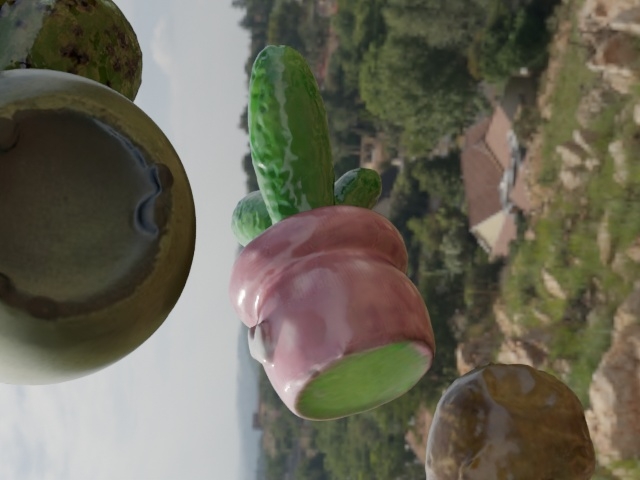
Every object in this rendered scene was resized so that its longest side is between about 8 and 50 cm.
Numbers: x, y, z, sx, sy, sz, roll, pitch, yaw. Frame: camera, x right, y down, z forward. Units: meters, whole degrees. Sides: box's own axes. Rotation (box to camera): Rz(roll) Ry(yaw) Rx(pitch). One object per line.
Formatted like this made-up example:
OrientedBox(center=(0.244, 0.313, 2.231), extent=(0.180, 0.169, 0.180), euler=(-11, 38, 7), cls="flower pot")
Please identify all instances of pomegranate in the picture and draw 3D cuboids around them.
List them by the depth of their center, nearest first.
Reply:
OrientedBox(center=(-0.302, -0.181, 1.093), extent=(0.286, 0.231, 0.231), euler=(39, -136, -52), cls="pomegranate")

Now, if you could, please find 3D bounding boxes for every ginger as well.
OrientedBox(center=(0.237, 0.286, 1.256), extent=(0.223, 0.269, 0.200), euler=(58, 171, 28), cls="ginger")

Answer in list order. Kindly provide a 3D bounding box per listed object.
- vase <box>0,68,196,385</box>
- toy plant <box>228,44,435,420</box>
OrientedBox(center=(-0.274, -0.030, 0.756), extent=(0.241, 0.329, 0.302), euler=(-52, 14, -24), cls="vase")
OrientedBox(center=(-0.002, 0.005, 1.046), extent=(0.317, 0.211, 0.356), euler=(102, 158, -51), cls="toy plant")
